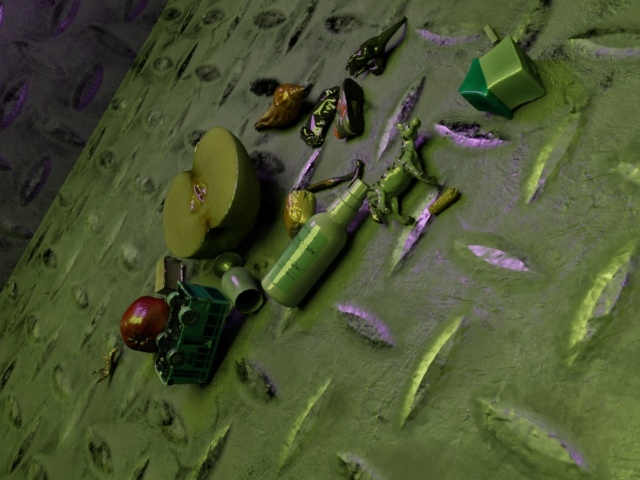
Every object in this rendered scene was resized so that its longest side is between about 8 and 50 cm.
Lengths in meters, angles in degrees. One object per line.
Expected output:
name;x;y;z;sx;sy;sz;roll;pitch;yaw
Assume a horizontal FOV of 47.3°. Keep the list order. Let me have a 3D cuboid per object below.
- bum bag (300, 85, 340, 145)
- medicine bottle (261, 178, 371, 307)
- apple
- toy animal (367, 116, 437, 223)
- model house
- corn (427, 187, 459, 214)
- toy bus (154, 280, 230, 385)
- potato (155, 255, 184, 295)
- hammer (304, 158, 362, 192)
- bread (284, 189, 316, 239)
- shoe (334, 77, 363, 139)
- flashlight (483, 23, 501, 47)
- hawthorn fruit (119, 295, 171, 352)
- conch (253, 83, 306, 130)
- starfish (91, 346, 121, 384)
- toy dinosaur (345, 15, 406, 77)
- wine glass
bum bag;-0.001;-0.358;2.073;0.087;0.049;0.197;15;77;48
medicine bottle;0.000;0.000;1.769;0.351;0.110;0.110;-52;37;10
apple;-0.320;-0.115;2.094;0.312;0.320;0.360;-18;47;-8
toy animal;0.198;-0.153;1.669;0.170;0.090;0.255;18;77;58
model house;0.381;-0.335;1.558;0.149;0.100;0.127;-32;44;30
corn;0.267;-0.087;1.582;0.083;0.027;0.028;-40;32;28
toy bus;-0.340;0.250;1.932;0.128;0.147;0.255;37;113;56
potato;-0.470;0.113;2.275;0.061;0.086;0.122;-30;51;31
hammer;0.031;-0.151;1.913;0.201;0.021;0.078;-16;54;44
bread;-0.053;-0.063;1.863;0.125;0.082;0.106;99;-176;-63
shoe;0.067;-0.356;1.975;0.077;0.074;0.194;-33;46;40
flashlight;0.402;-0.472;1.697;0.018;0.018;0.083;-38;42;25
hawthorn fruit;-0.511;0.237;2.194;0.157;0.157;0.194;-29;28;35
conch;-0.118;-0.393;2.219;0.330;0.093;0.109;147;122;-61
starfish;-0.694;0.417;2.362;0.133;0.041;0.130;-37;32;37
toy dinosaur;0.133;-0.542;2.010;0.187;0.087;0.178;-8;61;46
wine glass;-0.223;0.114;1.971;0.093;0.093;0.202;-54;35;8
